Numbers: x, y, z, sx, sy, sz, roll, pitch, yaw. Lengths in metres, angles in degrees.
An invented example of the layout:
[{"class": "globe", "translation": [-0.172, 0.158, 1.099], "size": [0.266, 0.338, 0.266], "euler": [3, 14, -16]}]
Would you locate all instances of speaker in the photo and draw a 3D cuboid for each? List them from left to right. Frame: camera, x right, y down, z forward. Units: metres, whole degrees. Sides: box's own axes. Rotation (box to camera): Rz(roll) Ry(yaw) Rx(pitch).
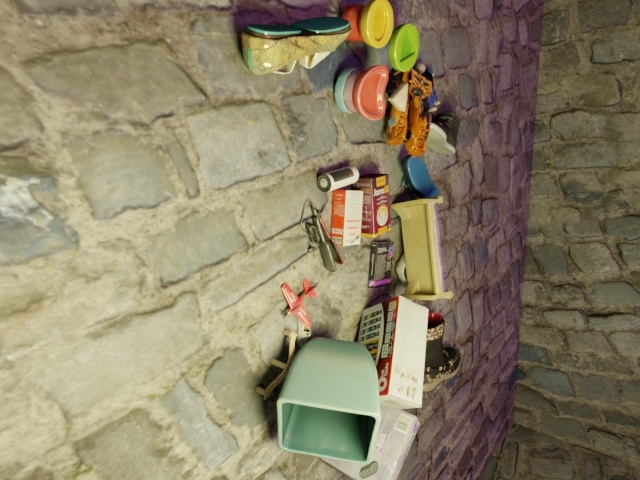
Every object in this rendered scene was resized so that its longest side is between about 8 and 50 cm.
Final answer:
[{"class": "speaker", "translation": [0.052, -0.180, 1.258], "size": [0.136, 0.055, 0.055], "euler": [-24, 115, -45]}]

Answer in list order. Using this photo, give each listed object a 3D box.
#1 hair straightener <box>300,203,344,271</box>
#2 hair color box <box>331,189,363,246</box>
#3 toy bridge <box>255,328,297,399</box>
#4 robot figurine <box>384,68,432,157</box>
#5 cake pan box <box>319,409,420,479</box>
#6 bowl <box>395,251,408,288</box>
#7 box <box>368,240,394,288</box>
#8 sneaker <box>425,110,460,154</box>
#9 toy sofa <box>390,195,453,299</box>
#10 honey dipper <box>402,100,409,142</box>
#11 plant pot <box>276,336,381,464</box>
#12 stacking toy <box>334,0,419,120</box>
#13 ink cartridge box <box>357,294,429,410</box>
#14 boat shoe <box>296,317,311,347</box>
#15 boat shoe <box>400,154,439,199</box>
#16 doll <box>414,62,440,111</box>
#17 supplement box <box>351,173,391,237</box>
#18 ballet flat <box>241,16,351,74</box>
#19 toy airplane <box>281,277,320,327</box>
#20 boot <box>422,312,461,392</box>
[{"class": "hair straightener", "translation": [0.000, 0.000, 1.234], "size": [0.089, 0.047, 0.230], "euler": [-45, 128, -36]}, {"class": "hair color box", "translation": [0.080, -0.070, 1.313], "size": [0.093, 0.053, 0.167], "euler": [-6, 100, -51]}, {"class": "toy bridge", "translation": [-0.108, 0.334, 1.157], "size": [0.026, 0.063, 0.188], "euler": [45, 63, -45]}, {"class": "robot figurine", "translation": [0.305, -0.442, 1.452], "size": [0.211, 0.085, 0.291], "euler": [16, 77, -35]}, {"class": "cake pan box", "translation": [0.160, 0.642, 1.397], "size": [0.267, 0.246, 0.070], "euler": [-57, 139, -28]}, {"class": "bowl", "translation": [0.339, 0.106, 1.657], "size": [0.142, 0.053, 0.142], "euler": [-55, 134, -27]}, {"class": "box", "translation": [0.214, 0.083, 1.521], "size": [0.116, 0.029, 0.162], "euler": [-3, 101, -51]}, {"class": "sneaker", "translation": [0.456, -0.440, 1.661], "size": [0.296, 0.105, 0.146], "euler": [12, 86, -56]}, {"class": "toy sofa", "translation": [0.380, 0.028, 1.546], "size": [0.177, 0.150, 0.362], "euler": [-5, 89, -39]}, {"class": "honey dipper", "translation": [0.300, -0.427, 1.529], "size": [0.030, 0.030, 0.160], "euler": [5, 91, -50]}, {"class": "plant pot", "translation": [0.031, 0.407, 1.170], "size": [0.252, 0.248, 0.247], "euler": [-77, 172, -51]}, {"class": "stacking toy", "translation": [0.153, -0.519, 1.271], "size": [0.279, 0.130, 0.309], "euler": [-12, 117, -48]}, {"class": "ink cartridge box", "translation": [0.199, 0.370, 1.383], "size": [0.130, 0.272, 0.309], "euler": [26, 56, -20]}, {"class": "boat shoe", "translation": [-0.045, 0.264, 1.240], "size": [0.035, 0.035, 0.100], "euler": [-9, 103, -49]}, {"class": "boat shoe", "translation": [0.346, -0.211, 1.582], "size": [0.109, 0.089, 0.258], "euler": [-55, 134, -16]}, {"class": "doll", "translation": [0.394, -0.570, 1.598], "size": [0.129, 0.046, 0.189], "euler": [-59, 136, -26]}, {"class": "supplement box", "translation": [0.164, -0.114, 1.382], "size": [0.104, 0.081, 0.188], "euler": [-22, 113, -46]}, {"class": "ballet flat", "translation": [-0.054, -0.468, 1.045], "size": [0.348, 0.123, 0.123], "euler": [-34, 122, -42]}, {"class": "toy airplane", "translation": [-0.057, 0.164, 1.211], "size": [0.151, 0.028, 0.151], "euler": [5, 83, -40]}, {"class": "boot", "translation": [0.496, 0.452, 1.854], "size": [0.377, 0.138, 0.284], "euler": [-14, 108, -43]}]
